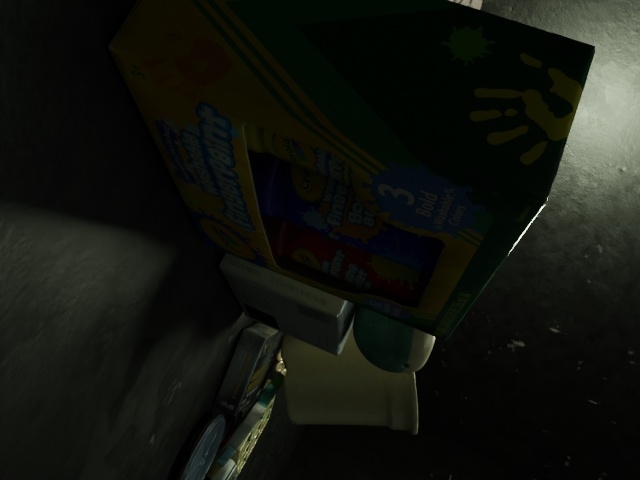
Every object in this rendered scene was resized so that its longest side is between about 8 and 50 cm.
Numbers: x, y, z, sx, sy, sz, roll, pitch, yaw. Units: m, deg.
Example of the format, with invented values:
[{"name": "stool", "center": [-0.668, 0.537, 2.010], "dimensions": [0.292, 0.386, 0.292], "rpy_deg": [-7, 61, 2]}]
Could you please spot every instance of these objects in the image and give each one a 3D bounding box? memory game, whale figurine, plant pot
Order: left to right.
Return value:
[{"name": "memory game", "center": [-0.067, 0.349, 1.982], "dimensions": [0.186, 0.012, 0.186], "rpy_deg": [-23, 125, -38]}, {"name": "plant pot", "center": [0.064, 0.328, 1.625], "dimensions": [0.334, 0.305, 0.334], "rpy_deg": [-6, 90, -90]}, {"name": "whale figurine", "center": [0.128, 0.112, 1.214], "dimensions": [0.216, 0.141, 0.272], "rpy_deg": [101, -9, -52]}]

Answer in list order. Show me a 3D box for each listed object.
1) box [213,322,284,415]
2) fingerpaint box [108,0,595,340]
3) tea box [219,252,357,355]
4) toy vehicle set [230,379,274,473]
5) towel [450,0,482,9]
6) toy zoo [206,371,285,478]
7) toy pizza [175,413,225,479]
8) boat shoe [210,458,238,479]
[{"name": "box", "center": [-0.152, 0.279, 1.482], "dimensions": [0.231, 0.056, 0.183], "rpy_deg": [7, 106, -81]}, {"name": "fingerpaint box", "center": [0.026, -0.071, 0.723], "dimensions": [0.445, 0.371, 0.163], "rpy_deg": [90, 24, -68]}, {"name": "tea box", "center": [0.000, 0.000, 1.211], "dimensions": [0.329, 0.220, 0.324], "rpy_deg": [86, 27, -70]}, {"name": "toy vehicle set", "center": [-0.202, 0.550, 1.880], "dimensions": [0.267, 0.035, 0.166], "rpy_deg": [-57, 165, -52]}, {"name": "towel", "center": [0.162, -0.350, 1.304], "dimensions": [0.316, 0.053, 0.332], "rpy_deg": [-15, 139, -27]}, {"name": "toy zoo", "center": [-0.188, 0.456, 1.590], "dimensions": [0.192, 0.030, 0.293], "rpy_deg": [-53, 177, 23]}, {"name": "toy pizza", "center": [-0.257, 0.453, 1.355], "dimensions": [0.201, 0.032, 0.201], "rpy_deg": [23, 90, -80]}, {"name": "boat shoe", "center": [-0.260, 0.718, 1.665], "dimensions": [0.121, 0.119, 0.335], "rpy_deg": [-29, 139, -76]}]
